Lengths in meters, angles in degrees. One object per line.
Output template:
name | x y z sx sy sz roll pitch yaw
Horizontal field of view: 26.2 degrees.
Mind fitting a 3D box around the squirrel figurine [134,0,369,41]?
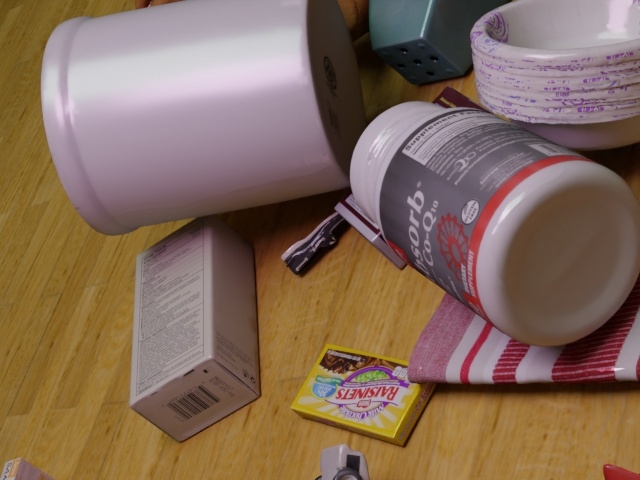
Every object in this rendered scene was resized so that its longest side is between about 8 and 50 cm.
squirrel figurine | -0.079 -0.342 2.237 0.370 0.397 0.281 11 23 20

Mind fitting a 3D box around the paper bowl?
paper bowl | 0.331 -0.207 1.690 0.284 0.148 0.284 -7 25 3

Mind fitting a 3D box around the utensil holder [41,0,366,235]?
utensil holder | -0.156 -0.198 1.992 0.385 0.327 0.327 -10 45 15

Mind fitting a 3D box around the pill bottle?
pill bottle | 0.189 -0.036 1.598 0.210 0.210 0.363 -49 32 -2

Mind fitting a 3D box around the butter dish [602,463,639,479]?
butter dish | 0.361 0.264 1.272 0.118 0.160 0.160 -33 28 -22

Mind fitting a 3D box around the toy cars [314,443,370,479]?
toy cars | 0.051 0.395 1.499 0.394 0.087 0.176 -100 24 -52

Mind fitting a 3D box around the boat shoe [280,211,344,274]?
boat shoe | 0.000 0.000 2.002 0.125 0.038 0.046 -39 -7 2

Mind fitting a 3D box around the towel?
towel | 0.269 0.069 1.617 0.329 0.037 0.237 -6 45 44

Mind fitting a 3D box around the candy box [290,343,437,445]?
candy box | 0.055 0.194 1.755 0.206 0.027 0.105 7 62 50

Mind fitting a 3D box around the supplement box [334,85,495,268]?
supplement box | 0.144 -0.089 1.903 0.239 0.073 0.130 -47 34 2

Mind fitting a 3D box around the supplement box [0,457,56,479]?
supplement box | -0.428 0.373 2.037 0.036 0.098 0.062 -21 41 34

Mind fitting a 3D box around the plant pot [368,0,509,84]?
plant pot | 0.176 -0.365 2.080 0.165 0.166 0.234 -5 60 45

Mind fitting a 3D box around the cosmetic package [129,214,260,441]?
cosmetic package | -0.184 0.121 2.016 0.160 0.113 0.309 -31 37 22
